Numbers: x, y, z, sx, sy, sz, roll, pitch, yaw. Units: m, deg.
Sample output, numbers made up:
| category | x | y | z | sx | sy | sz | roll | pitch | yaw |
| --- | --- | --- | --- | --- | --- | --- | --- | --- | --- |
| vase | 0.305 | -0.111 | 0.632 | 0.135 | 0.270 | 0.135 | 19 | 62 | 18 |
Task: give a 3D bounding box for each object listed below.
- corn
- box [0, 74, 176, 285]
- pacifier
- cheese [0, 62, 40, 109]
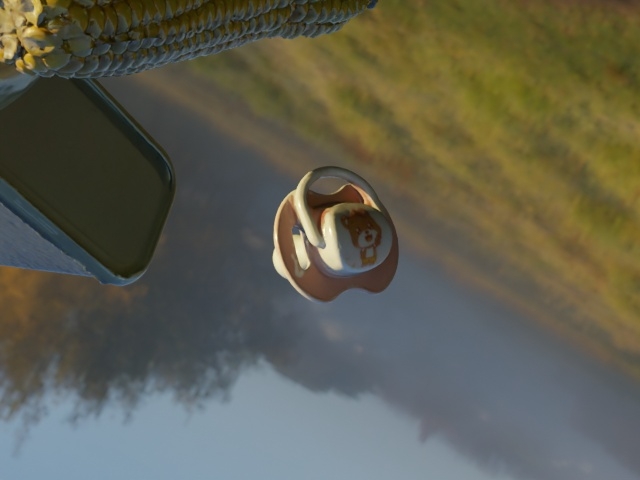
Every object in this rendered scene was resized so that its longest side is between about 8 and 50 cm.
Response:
| category | x | y | z | sx | sy | sz | roll | pitch | yaw |
| --- | --- | --- | --- | --- | --- | --- | --- | --- | --- |
| corn | -0.073 | -0.156 | 0.874 | 0.102 | 0.102 | 0.313 | 29 | -150 | 25 |
| box | -0.262 | -0.071 | 1.160 | 0.178 | 0.138 | 0.274 | 1 | 149 | 34 |
| pacifier | 0.000 | 0.000 | 0.892 | 0.099 | 0.081 | 0.078 | -7 | 169 | -42 |
| cheese | -0.275 | -0.148 | 0.913 | 0.093 | 0.159 | 0.263 | -18 | 180 | 40 |
